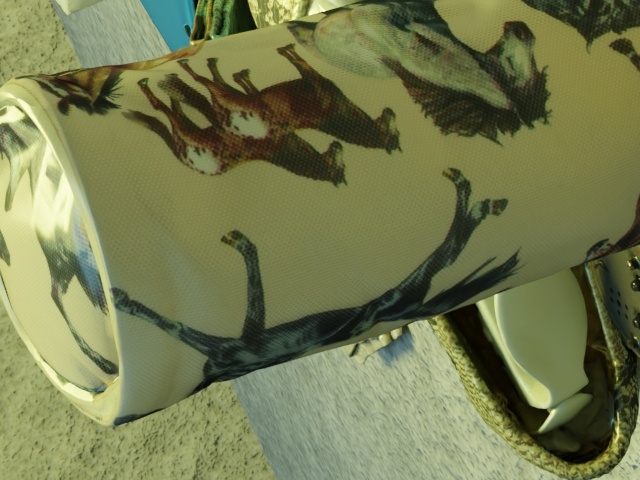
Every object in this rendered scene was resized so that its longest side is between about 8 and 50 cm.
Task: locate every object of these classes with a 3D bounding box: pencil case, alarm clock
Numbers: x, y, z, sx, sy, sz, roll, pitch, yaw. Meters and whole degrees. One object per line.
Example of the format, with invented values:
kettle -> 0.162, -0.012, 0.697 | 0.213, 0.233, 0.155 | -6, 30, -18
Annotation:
pencil case -> 0.033, -0.051, 0.843 | 0.183, 0.410, 0.160 | 63, 158, 21
alarm clock -> 0.207, 0.016, 1.084 | 0.192, 0.064, 0.129 | 57, 166, 41

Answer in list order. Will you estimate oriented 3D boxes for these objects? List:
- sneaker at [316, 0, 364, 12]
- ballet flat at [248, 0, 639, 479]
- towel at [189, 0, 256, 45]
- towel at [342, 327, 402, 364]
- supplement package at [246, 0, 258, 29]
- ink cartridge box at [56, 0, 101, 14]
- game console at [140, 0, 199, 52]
sneaker -> 0.036, -0.224, 1.042 | 0.292, 0.169, 0.108 | 53, 166, 43
ballet flat -> 0.096, -0.048, 1.145 | 0.483, 0.164, 0.182 | 62, -177, -16
towel -> -0.043, -0.131, 1.514 | 0.370, 0.040, 0.271 | -88, -19, -61
towel -> 0.000, 0.000, 1.916 | 0.282, 0.049, 0.187 | 62, 167, 7
supplement package -> 0.003, -0.197, 1.372 | 0.105, 0.105, 0.179 | 41, 154, 59
ink cartridge box -> -0.264, -0.460, 1.787 | 0.285, 0.166, 0.395 | 61, 166, 15
game console -> -0.111, -0.316, 1.488 | 0.173, 0.250, 0.293 | 26, 154, 16
